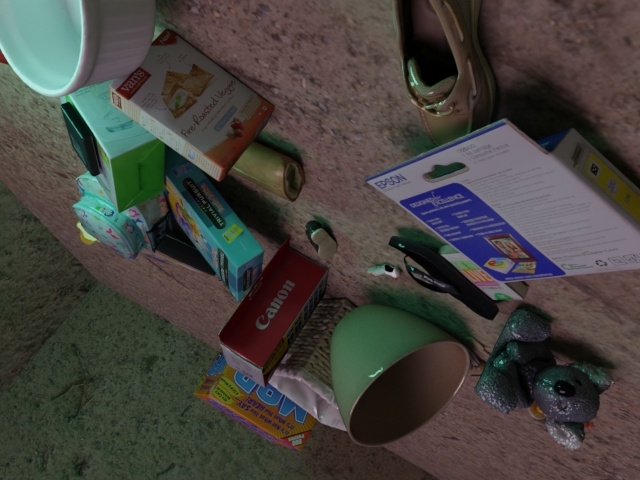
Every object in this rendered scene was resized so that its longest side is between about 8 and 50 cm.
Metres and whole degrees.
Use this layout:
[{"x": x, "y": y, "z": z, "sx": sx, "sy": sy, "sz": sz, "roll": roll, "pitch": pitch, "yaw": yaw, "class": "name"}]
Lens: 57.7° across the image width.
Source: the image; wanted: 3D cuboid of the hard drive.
[{"x": -0.481, "y": -0.201, "z": 1.169, "sx": 0.094, "sy": 0.022, "sz": 0.135, "roll": 53, "pitch": 155, "yaw": 14, "class": "hard drive"}]

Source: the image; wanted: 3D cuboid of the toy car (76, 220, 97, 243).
[{"x": -0.629, "y": -0.101, "z": 1.693, "sx": 0.210, "sy": 0.238, "sz": 0.219, "roll": 32, "pitch": 156, "yaw": 4, "class": "toy car"}]

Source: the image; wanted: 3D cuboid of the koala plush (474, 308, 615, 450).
[{"x": 0.431, "y": 0.272, "z": 1.117, "sx": 0.221, "sy": 0.196, "sz": 0.203, "roll": 26, "pitch": 167, "yaw": 18, "class": "koala plush"}]

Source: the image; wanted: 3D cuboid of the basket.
[{"x": 0.040, "y": 0.368, "z": 1.690, "sx": 0.331, "sy": 0.266, "sz": 0.328, "roll": 43, "pitch": 155, "yaw": -18, "class": "basket"}]

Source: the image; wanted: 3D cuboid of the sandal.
[{"x": 0.232, "y": 0.079, "z": 1.111, "sx": 0.254, "sy": 0.054, "sz": 0.097, "roll": 38, "pitch": 173, "yaw": -4, "class": "sandal"}]

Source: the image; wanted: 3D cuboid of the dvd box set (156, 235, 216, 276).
[{"x": -0.579, "y": 0.014, "z": 1.971, "sx": 0.420, "sy": 0.062, "sz": 0.307, "roll": 9, "pitch": 164, "yaw": 45, "class": "dvd box set"}]

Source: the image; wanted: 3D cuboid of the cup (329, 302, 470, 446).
[{"x": 0.152, "y": 0.287, "z": 1.391, "sx": 0.237, "sy": 0.331, "sz": 0.331, "roll": 51, "pitch": 173, "yaw": 43, "class": "cup"}]

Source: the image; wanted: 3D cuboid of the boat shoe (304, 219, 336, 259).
[{"x": 0.002, "y": -0.001, "z": 1.313, "sx": 0.042, "sy": 0.049, "sz": 0.133, "roll": 53, "pitch": 177, "yaw": 33, "class": "boat shoe"}]

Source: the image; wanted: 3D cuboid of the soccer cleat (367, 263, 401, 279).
[{"x": 0.139, "y": 0.065, "z": 1.278, "sx": 0.083, "sy": 0.029, "sz": 0.036, "roll": 9, "pitch": 138, "yaw": 39, "class": "soccer cleat"}]

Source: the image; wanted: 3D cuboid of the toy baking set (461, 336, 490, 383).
[{"x": 0.393, "y": 0.319, "z": 1.430, "sx": 0.196, "sy": 0.030, "sz": 0.256, "roll": 28, "pitch": 156, "yaw": 14, "class": "toy baking set"}]

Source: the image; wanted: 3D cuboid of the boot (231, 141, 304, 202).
[{"x": -0.172, "y": -0.190, "z": 1.111, "sx": 0.269, "sy": 0.089, "sz": 0.236, "roll": 28, "pitch": 173, "yaw": 17, "class": "boot"}]

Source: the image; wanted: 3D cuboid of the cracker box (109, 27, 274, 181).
[{"x": -0.220, "y": -0.234, "z": 1.003, "sx": 0.232, "sy": 0.156, "sz": 0.067, "roll": 35, "pitch": 157, "yaw": -4, "class": "cracker box"}]

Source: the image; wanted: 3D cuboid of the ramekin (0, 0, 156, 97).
[{"x": -0.370, "y": -0.361, "z": 0.857, "sx": 0.277, "sy": 0.135, "sz": 0.277, "roll": 18, "pitch": 120, "yaw": 33, "class": "ramekin"}]

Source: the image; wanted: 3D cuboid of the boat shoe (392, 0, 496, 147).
[{"x": 0.137, "y": -0.197, "z": 0.679, "sx": 0.109, "sy": 0.098, "sz": 0.302, "roll": 21, "pitch": 154, "yaw": 28, "class": "boat shoe"}]

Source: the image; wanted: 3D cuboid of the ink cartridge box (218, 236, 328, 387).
[{"x": -0.114, "y": 0.187, "z": 1.482, "sx": 0.130, "sy": 0.309, "sz": 0.272, "roll": 29, "pitch": 157, "yaw": 11, "class": "ink cartridge box"}]

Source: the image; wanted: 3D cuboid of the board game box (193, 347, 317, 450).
[{"x": -0.183, "y": 0.482, "z": 2.068, "sx": 0.356, "sy": 0.356, "sz": 0.356, "roll": 35, "pitch": 157, "yaw": -10, "class": "board game box"}]

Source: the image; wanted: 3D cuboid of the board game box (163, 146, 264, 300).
[{"x": -0.271, "y": -0.036, "z": 1.415, "sx": 0.336, "sy": 0.079, "sz": 0.254, "roll": 51, "pitch": 160, "yaw": 14, "class": "board game box"}]

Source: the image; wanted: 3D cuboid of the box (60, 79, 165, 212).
[{"x": -0.444, "y": -0.227, "z": 1.252, "sx": 0.231, "sy": 0.126, "sz": 0.262, "roll": 55, "pitch": 156, "yaw": 8, "class": "box"}]

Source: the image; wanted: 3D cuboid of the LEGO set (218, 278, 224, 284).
[{"x": -0.242, "y": 0.135, "z": 1.909, "sx": 0.244, "sy": 0.060, "sz": 0.182, "roll": 25, "pitch": 158, "yaw": -10, "class": "LEGO set"}]

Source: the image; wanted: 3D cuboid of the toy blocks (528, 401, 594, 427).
[{"x": 0.568, "y": 0.400, "z": 1.329, "sx": 0.123, "sy": 0.054, "sz": 0.148, "roll": 36, "pitch": 156, "yaw": -2, "class": "toy blocks"}]

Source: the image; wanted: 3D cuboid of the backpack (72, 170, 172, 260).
[{"x": -0.501, "y": -0.090, "z": 1.467, "sx": 0.225, "sy": 0.191, "sz": 0.253, "roll": 30, "pitch": 146, "yaw": 9, "class": "backpack"}]

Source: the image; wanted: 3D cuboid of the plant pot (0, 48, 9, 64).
[{"x": -0.565, "y": -0.411, "z": 1.074, "sx": 0.174, "sy": 0.191, "sz": 0.191, "roll": 29, "pitch": 157, "yaw": 3, "class": "plant pot"}]

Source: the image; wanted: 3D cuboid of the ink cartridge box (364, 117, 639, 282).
[{"x": 0.263, "y": -0.052, "z": 0.807, "sx": 0.307, "sy": 0.072, "sz": 0.303, "roll": 37, "pitch": 158, "yaw": -18, "class": "ink cartridge box"}]

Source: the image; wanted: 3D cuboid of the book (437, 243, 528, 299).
[{"x": 0.294, "y": 0.056, "z": 1.056, "sx": 0.144, "sy": 0.035, "sz": 0.096, "roll": 39, "pitch": 160, "yaw": -14, "class": "book"}]
